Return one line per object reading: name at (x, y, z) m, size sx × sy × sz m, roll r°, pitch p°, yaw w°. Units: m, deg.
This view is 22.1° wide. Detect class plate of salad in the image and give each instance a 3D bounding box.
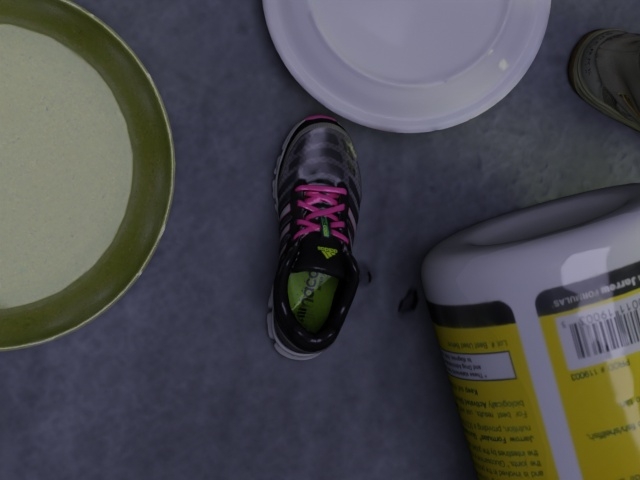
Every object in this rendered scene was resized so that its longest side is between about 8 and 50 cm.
plate of salad at (0.059, -0.172, 1.124) m, size 0.200 × 0.048 × 0.200 m, roll 0°, pitch 87°, yaw -5°

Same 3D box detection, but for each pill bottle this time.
pill bottle at (0.197, 0.143, 1.103) m, size 0.188 × 0.188 × 0.334 m, roll -17°, pitch 98°, yaw -11°

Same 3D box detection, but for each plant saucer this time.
plant saucer at (-0.217, -0.048, 1.076) m, size 0.241 × 0.037 × 0.241 m, roll -1°, pitch 95°, yaw -12°

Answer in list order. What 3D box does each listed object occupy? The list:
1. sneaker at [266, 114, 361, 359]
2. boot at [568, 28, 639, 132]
sneaker at (0.000, 0.000, 1.107) m, size 0.063 × 0.075 × 0.170 m, roll 7°, pitch 92°, yaw -13°
boot at (0.289, -0.086, 1.118) m, size 0.213 × 0.165 × 0.077 m, roll 24°, pitch 89°, yaw -11°
